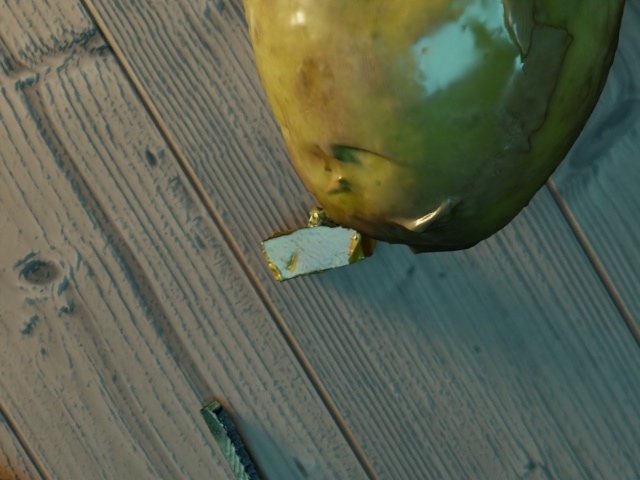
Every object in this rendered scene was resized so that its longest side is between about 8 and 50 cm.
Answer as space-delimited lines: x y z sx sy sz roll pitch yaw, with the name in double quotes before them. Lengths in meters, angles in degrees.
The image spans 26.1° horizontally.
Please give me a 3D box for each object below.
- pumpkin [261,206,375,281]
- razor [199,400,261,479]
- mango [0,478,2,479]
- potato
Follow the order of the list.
"pumpkin" 0.000 0.000 1.098 0.083 0.074 0.054 -11 93 8
"razor" -0.051 0.222 1.165 0.066 0.033 0.190 -31 93 -34
"mango" -0.331 0.232 1.168 0.227 0.099 0.136 24 95 -7
"potato" 0.085 -0.115 0.960 0.301 0.289 0.237 -3 83 4
